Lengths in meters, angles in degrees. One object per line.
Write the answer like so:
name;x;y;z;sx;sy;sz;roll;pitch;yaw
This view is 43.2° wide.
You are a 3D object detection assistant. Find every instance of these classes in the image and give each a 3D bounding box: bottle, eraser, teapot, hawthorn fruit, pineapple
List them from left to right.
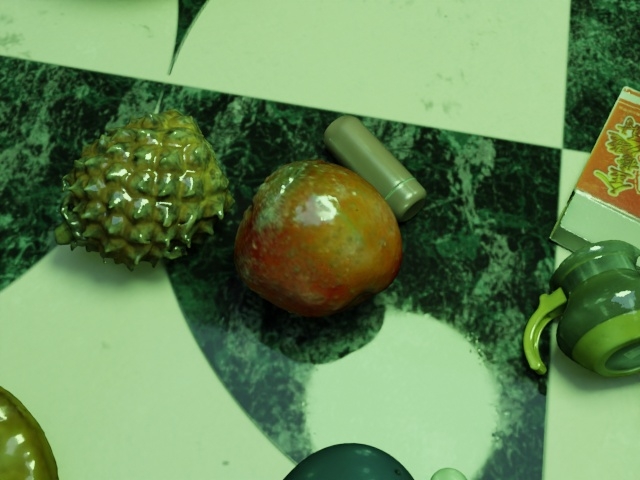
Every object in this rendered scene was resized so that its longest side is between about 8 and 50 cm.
pineapple;-0.196;-0.045;0.865;0.193;0.166;0.166;-28;68;-5
hawthorn fruit;0.000;0.000;0.843;0.173;0.173;0.173;1;65;-2
bottle;0.063;-0.085;0.943;0.053;0.053;0.140;-35;70;-17
teapot;0.288;0.079;0.846;0.165;0.130;0.119;-28;48;19
eraser;0.387;-0.061;0.952;0.157;0.038;0.230;28;66;11

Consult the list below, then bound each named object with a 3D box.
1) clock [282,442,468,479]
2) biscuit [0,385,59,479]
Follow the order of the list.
clock;0.065;0.285;0.722;0.243;0.146;0.199;33;72;5
biscuit;-0.391;0.226;0.759;0.274;0.091;0.213;-17;69;-8
